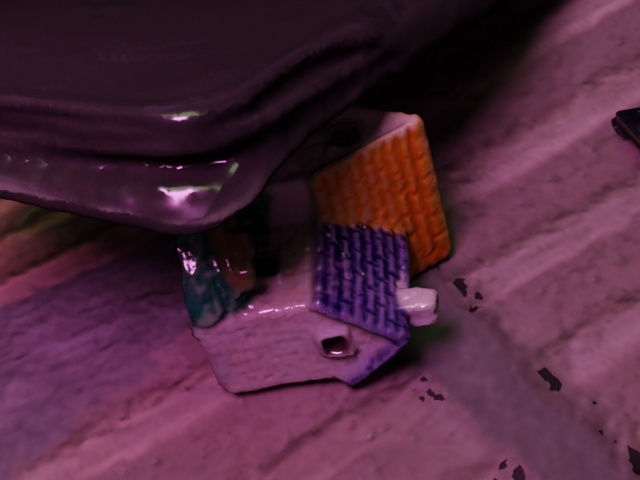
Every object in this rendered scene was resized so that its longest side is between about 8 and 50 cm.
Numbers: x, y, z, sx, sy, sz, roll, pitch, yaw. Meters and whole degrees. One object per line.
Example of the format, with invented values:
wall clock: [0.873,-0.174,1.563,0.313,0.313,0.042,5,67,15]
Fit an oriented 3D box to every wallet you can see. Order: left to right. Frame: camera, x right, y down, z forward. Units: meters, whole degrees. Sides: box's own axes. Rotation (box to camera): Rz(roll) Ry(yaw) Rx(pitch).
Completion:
wallet: [-0.025,-0.109,0.681,0.197,0.051,0.377,10,30,27]

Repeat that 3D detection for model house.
model house: [0.000,0.000,0.630,0.100,0.088,0.101,-5,46,9]

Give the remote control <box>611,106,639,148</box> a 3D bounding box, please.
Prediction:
remote control: [0.163,-0.028,0.674,0.034,0.016,0.091,-11,44,-21]
